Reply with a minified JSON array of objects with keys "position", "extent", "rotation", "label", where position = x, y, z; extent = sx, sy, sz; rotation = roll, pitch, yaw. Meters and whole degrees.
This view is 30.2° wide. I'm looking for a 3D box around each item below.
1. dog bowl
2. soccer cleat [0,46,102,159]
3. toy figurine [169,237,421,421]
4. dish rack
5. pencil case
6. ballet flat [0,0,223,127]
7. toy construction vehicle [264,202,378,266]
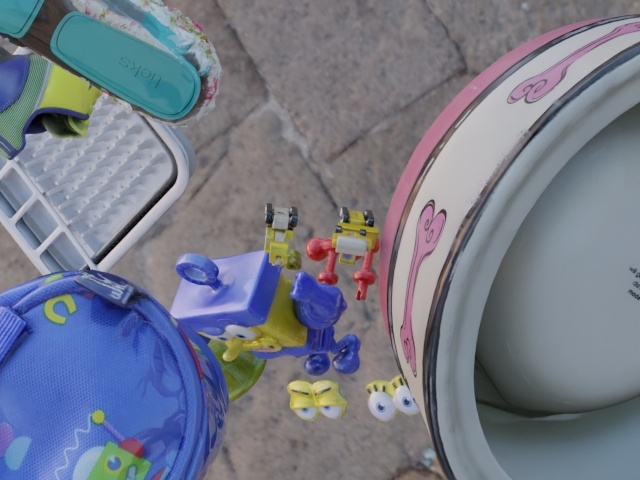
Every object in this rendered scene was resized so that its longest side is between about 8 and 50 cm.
[{"position":[0.223,0.018,0.869],"extent":[0.408,0.408,0.150],"rotation":[-46,34,1],"label":"dog bowl"},{"position":[-0.277,-0.162,1.279],"extent":[0.093,0.289,0.121],"rotation":[-37,92,34],"label":"soccer cleat"},{"position":[-0.067,0.046,1.118],"extent":[0.363,0.217,0.191],"rotation":[-7,61,41],"label":"toy figurine"},{"position":[-0.313,-0.112,1.544],"extent":[0.285,0.072,0.333],"rotation":[52,128,3],"label":"dish rack"},{"position":[-0.116,0.086,0.636],"extent":[0.119,0.306,0.133],"rotation":[-45,87,-7],"label":"pencil case"},{"position":[-0.169,-0.161,0.788],"extent":[0.241,0.077,0.091],"rotation":[38,115,-10],"label":"ballet flat"},{"position":[0.000,0.000,0.873],"extent":[0.086,0.098,0.035],"rotation":[7,106,-6],"label":"toy construction vehicle"}]
